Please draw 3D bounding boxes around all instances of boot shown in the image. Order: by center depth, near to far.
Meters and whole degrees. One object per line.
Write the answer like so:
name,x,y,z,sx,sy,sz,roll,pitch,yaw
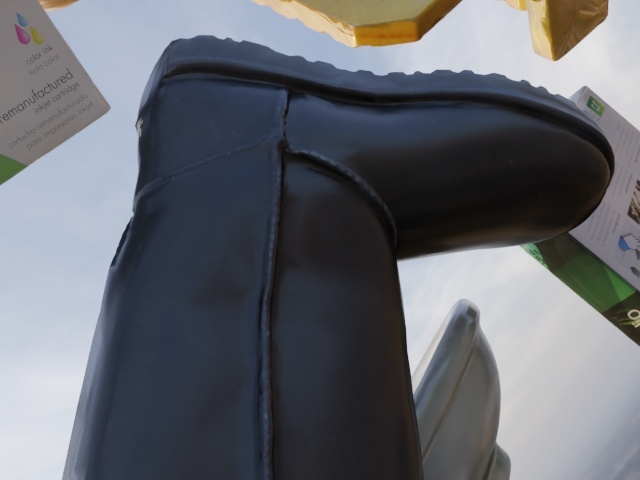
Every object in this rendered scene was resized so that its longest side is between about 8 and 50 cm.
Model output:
boot,0.043,0.081,0.540,0.146,0.367,0.445,104,169,-46

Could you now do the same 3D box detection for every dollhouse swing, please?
dollhouse swing,0.081,-0.279,0.970,0.305,0.347,0.315,-53,-28,-11

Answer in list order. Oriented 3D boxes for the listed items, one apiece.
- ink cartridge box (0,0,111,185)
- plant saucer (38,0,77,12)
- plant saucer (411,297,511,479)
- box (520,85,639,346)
ink cartridge box,-0.374,-0.203,0.765,0.207,0.353,0.119,-39,20,-18
plant saucer,-0.287,-0.329,0.884,0.200,0.200,0.037,-57,-17,19
plant saucer,0.061,0.242,0.718,0.400,0.100,0.400,-60,-7,-13
box,0.353,0.010,0.929,0.058,0.322,0.232,-47,6,47
